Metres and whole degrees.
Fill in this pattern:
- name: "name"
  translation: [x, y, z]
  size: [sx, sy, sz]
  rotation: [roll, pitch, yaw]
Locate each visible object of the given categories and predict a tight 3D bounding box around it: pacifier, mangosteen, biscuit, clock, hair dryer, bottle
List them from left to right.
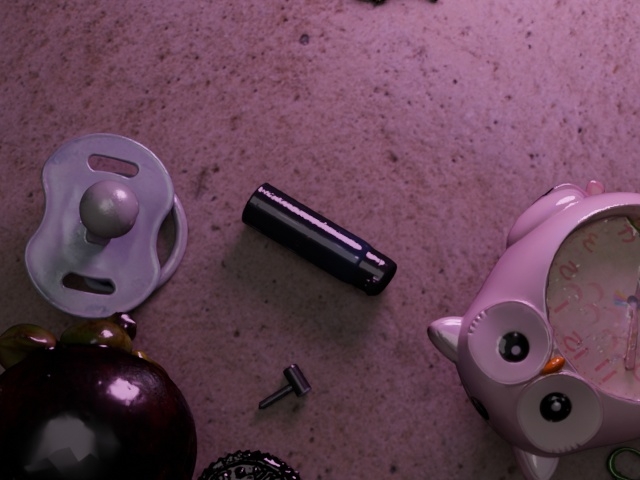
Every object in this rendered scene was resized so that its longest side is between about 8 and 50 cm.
- name: "mangosteen"
  translation: [-0.326, 0.264, 1.274]
  size: [0.330, 0.330, 0.330]
  rotation: [-1, 77, 2]
- name: "pacifier"
  translation: [-0.305, -0.026, 1.384]
  size: [0.238, 0.226, 0.287]
  rotation: [15, 78, -13]
- name: "biscuit"
  translation: [-0.101, 0.398, 1.356]
  size: [0.195, 0.053, 0.194]
  rotation: [0, 76, 2]
- name: "hair dryer"
  translation: [-0.059, 0.226, 1.413]
  size: [0.083, 0.026, 0.047]
  rotation: [-34, 75, 2]
- name: "bottle"
  translation: [0.000, 0.000, 1.438]
  size: [0.244, 0.082, 0.072]
  rotation: [31, 124, 10]
- name: "clock"
  translation: [0.362, 0.126, 1.297]
  size: [0.377, 0.250, 0.368]
  rotation: [-33, 83, -9]

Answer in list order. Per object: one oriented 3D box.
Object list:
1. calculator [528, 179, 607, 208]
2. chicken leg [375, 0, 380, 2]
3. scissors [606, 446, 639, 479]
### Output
- name: "calculator"
  translation: [0.373, -0.029, 1.452]
  size: [0.166, 0.024, 0.103]
  rotation: [-37, 77, -4]
- name: "chicken leg"
  translation: [0.125, -0.422, 1.549]
  size: [0.145, 0.037, 0.062]
  rotation: [-2, 99, 3]
- name: "scissors"
  translation: [0.507, 0.368, 1.350]
  size: [0.204, 0.027, 0.101]
  rotation: [16, 79, 8]
